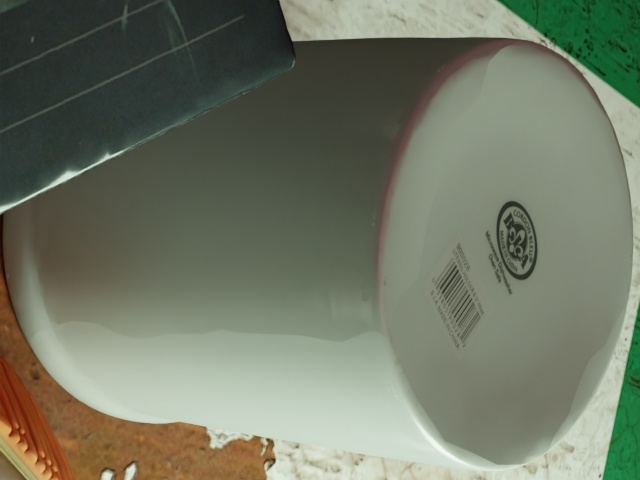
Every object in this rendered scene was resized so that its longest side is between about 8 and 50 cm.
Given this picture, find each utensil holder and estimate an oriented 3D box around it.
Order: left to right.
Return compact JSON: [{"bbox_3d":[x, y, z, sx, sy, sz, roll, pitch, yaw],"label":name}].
[{"bbox_3d":[0.000,0.000,1.151,0.328,0.386,0.327,-4,95,-47],"label":"utensil holder"}]

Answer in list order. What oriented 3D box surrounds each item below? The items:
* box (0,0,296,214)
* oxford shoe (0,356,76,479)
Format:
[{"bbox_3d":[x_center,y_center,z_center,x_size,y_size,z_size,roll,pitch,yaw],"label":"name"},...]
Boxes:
[{"bbox_3d":[-0.330,-0.223,0.712,0.480,0.297,0.471,-29,121,-18],"label":"box"},{"bbox_3d":[-0.283,0.142,1.080,0.133,0.130,0.363,-33,129,-4],"label":"oxford shoe"}]
